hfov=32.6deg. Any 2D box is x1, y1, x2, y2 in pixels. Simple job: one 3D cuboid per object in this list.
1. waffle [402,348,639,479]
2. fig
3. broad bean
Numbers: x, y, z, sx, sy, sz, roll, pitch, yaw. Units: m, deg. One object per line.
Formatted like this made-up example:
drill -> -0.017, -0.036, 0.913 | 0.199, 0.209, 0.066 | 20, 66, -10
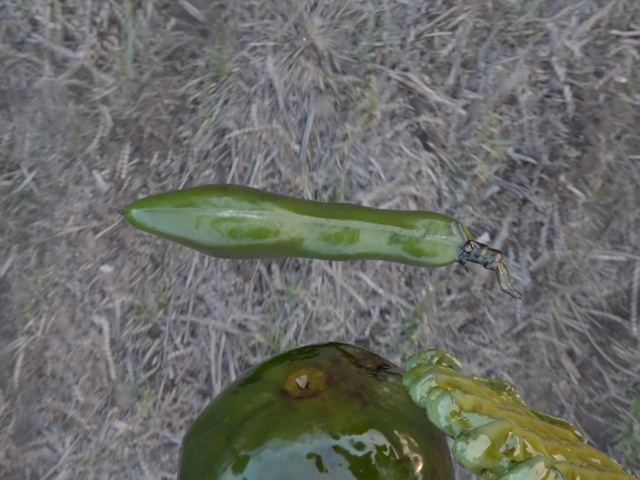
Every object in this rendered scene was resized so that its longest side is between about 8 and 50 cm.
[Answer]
waffle -> 0.116, 0.114, 0.555 | 0.169, 0.183, 0.036 | 32, 95, -4
fig -> -0.006, 0.187, 0.747 | 0.195, 0.195, 0.245 | 3, 132, -1
broad bean -> 0.001, -0.008, 0.880 | 0.325, 0.075, 0.067 | 4, 109, -4
